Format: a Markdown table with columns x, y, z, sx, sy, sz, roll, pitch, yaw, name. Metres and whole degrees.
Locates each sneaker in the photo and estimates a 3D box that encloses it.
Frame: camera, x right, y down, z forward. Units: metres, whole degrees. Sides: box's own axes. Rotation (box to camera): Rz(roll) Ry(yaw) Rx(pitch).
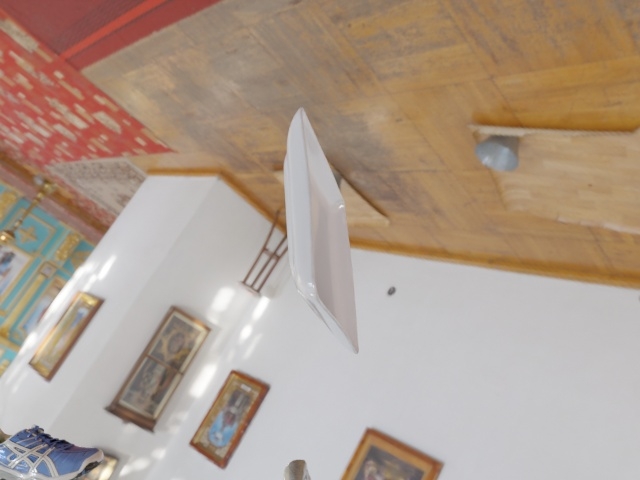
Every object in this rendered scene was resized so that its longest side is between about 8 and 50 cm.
| x | y | z | sx | sy | sz | roll | pitch | yaw | name |
| --- | --- | --- | --- | --- | --- | --- | --- | --- | --- |
| -0.454 | 0.342 | 0.956 | 0.211 | 0.081 | 0.080 | -2 | 178 | 4 | sneaker |

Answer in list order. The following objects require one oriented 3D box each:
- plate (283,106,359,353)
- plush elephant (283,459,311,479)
| x | y | z | sx | sy | sz | roll | pitch | yaw | name |
| --- | --- | --- | --- | --- | --- | --- | --- | --- | --- |
| 0.000 | 0.000 | 0.854 | 0.045 | 0.277 | 0.277 | -10 | 153 | 10 | plate |
| -0.085 | 0.412 | 0.720 | 0.330 | 0.255 | 0.271 | -1 | 108 | 25 | plush elephant |
